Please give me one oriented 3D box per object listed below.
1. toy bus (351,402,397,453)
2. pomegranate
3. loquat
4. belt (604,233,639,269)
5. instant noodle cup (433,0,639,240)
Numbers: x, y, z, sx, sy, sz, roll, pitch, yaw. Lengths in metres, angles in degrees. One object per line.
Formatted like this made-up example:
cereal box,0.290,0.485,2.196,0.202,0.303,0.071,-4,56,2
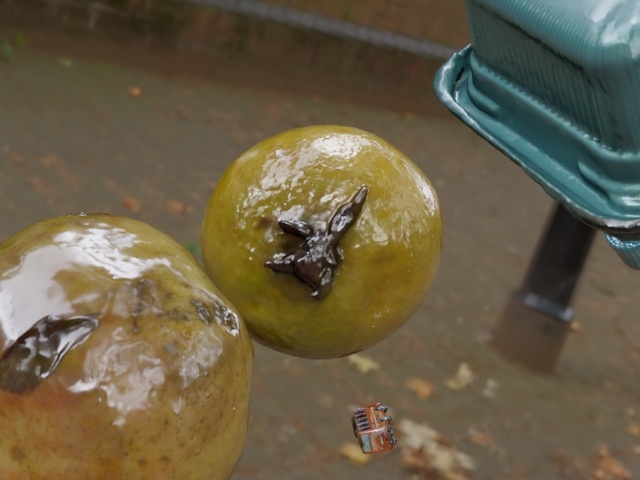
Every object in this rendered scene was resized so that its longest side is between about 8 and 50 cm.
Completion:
toy bus,0.057,0.205,1.859,0.043,0.031,0.110,-14,7,-1
pomegranate,-0.188,0.122,1.372,0.281,0.281,0.281,19,12,-4
loquat,0.000,0.000,1.627,0.243,0.244,0.244,19,12,-4
belt,0.315,-0.062,1.569,0.100,0.179,0.065,-8,-30,26
instant noodle cup,0.137,-0.091,0.637,0.157,0.179,0.070,45,-16,53
